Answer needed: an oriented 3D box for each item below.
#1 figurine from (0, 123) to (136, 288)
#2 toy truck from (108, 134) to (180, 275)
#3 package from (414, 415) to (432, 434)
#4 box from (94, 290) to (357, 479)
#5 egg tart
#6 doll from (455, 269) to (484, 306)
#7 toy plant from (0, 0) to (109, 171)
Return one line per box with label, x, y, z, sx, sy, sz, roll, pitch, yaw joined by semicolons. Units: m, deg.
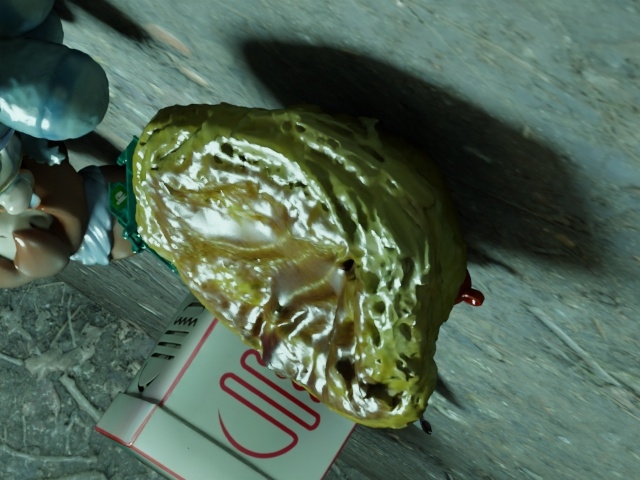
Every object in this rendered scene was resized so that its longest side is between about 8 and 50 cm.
figurine;-0.383;-0.091;1.718;0.277;0.248;0.388;30;158;22
toy truck;-0.151;-0.013;1.600;0.216;0.116;0.110;40;170;13
package;0.073;0.171;1.957;0.194;0.071;0.269;19;149;37
box;-0.142;0.279;2.315;0.312;0.300;0.314;35;168;-14
egg tart;-0.009;-0.002;1.185;0.339;0.153;0.351;27;146;30
doll;0.047;0.002;1.336;0.245;0.076;0.142;32;159;19
toy plant;-0.353;-0.169;1.283;0.332;0.247;0.247;20;168;-3
